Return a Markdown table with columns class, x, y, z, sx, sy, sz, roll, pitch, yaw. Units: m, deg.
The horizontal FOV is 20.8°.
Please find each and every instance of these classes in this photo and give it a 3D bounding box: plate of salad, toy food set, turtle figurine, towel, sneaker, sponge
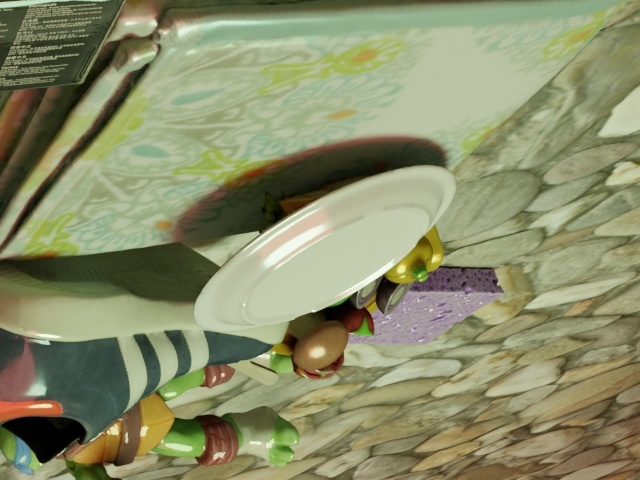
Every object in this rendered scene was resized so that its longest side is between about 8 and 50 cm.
| class | x | y | z | sx | sy | sz | roll | pitch | yaw |
| --- | --- | --- | --- | --- | --- | --- | --- | --- | --- |
| plate of salad | 0.000 | 0.000 | 1.177 | 0.200 | 0.048 | 0.200 | -27 | 161 | -10 |
| toy food set | 0.020 | 0.062 | 1.461 | 0.218 | 0.071 | 0.128 | -40 | 143 | 2 |
| turtle figurine | -0.121 | 0.158 | 1.501 | 0.266 | 0.197 | 0.275 | -11 | 162 | -39 |
| towel | -0.017 | -0.101 | 1.080 | 0.374 | 0.090 | 0.320 | -8 | 160 | -32 |
| sneaker | -0.157 | 0.082 | 1.260 | 0.350 | 0.131 | 0.148 | 6 | 112 | -57 |
| sponge | 0.070 | 0.064 | 1.677 | 0.117 | 0.031 | 0.210 | -35 | 156 | 36 |

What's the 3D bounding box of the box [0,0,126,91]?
| class | x | y | z | sx | sy | sz | roll | pitch | yaw |
| --- | --- | --- | --- | --- | --- | --- | --- | --- | --- |
| box | -0.190 | -0.136 | 0.716 | 0.180 | 0.147 | 0.077 | -8 | 158 | -29 |
